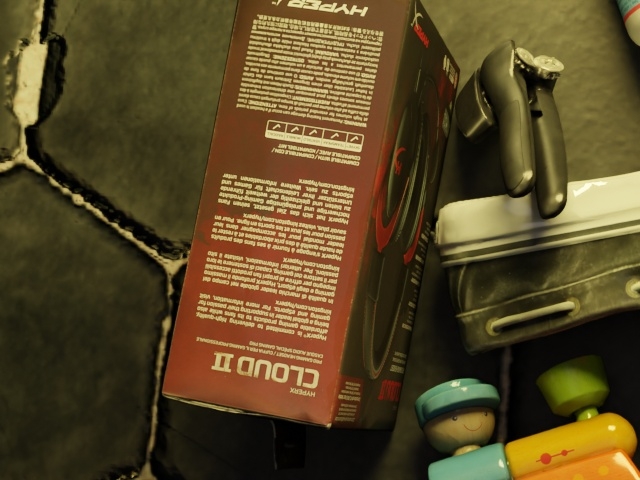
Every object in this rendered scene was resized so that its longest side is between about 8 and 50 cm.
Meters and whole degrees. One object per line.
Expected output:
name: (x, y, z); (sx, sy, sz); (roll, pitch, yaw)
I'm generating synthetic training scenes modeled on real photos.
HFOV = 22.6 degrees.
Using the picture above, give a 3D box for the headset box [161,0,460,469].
headset box: (0.000, 0.000, 1.024); (0.110, 0.218, 0.293); (10, 84, 14)

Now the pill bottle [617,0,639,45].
pill bottle: (0.235, -0.183, 1.060); (0.087, 0.087, 0.160); (-18, 80, 10)

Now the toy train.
toy train: (0.186, 0.137, 1.034); (0.248, 0.105, 0.143); (-19, 66, 10)

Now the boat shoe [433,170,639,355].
boat shoe: (0.242, 0.010, 1.033); (0.335, 0.121, 0.119); (-10, 89, 23)

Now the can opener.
can opener: (0.134, -0.070, 1.040); (0.059, 0.186, 0.073); (21, 118, -18)
